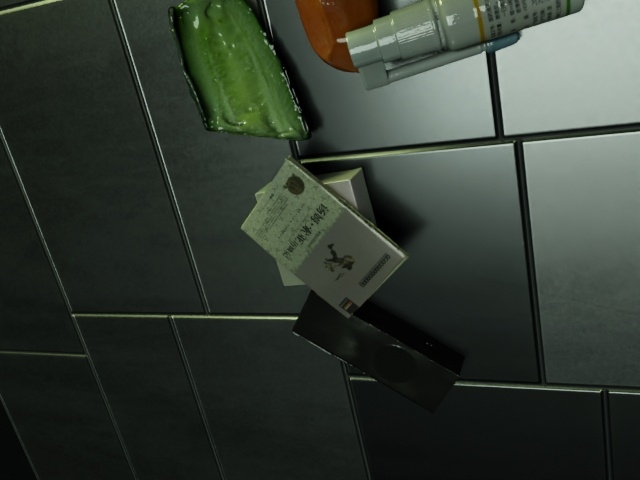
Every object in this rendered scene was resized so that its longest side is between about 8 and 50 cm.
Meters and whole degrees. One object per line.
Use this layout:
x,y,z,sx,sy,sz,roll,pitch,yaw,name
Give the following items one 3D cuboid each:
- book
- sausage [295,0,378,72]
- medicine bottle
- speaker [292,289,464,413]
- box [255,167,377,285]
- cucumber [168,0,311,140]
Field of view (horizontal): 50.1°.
0.000,0.000,0.822,0.181,0.014,0.127,40,124,2,book
0.016,-0.254,0.707,0.089,0.089,0.179,-1,121,24,sausage
0.138,-0.208,0.668,0.220,0.061,0.092,-15,148,11,medicine bottle
0.073,0.138,0.903,0.218,0.044,0.082,30,123,7,speaker
0.002,-0.015,0.853,0.130,0.051,0.129,-7,112,26,box
-0.102,-0.188,0.796,0.115,0.085,0.193,-26,106,-14,cucumber
